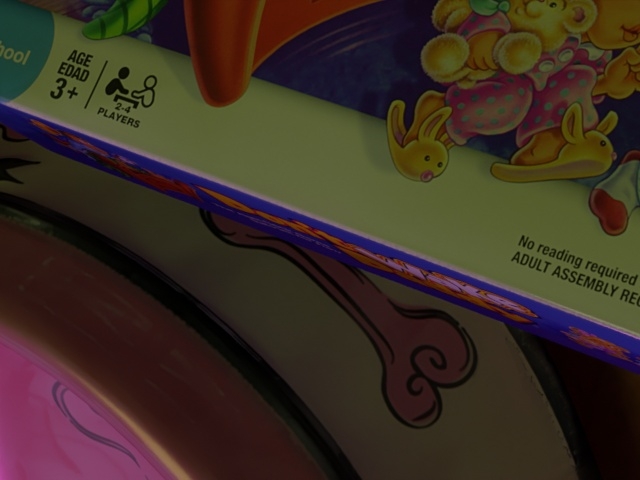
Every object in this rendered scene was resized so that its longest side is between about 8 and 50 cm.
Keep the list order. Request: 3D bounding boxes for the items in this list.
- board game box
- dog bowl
[{"bbox_3d":[0.085,-0.090,0.451,0.347,0.233,0.078,20,173,26],"label":"board game box"},{"bbox_3d":[-0.084,0.127,0.718,0.408,0.150,0.408,21,129,28],"label":"dog bowl"}]
